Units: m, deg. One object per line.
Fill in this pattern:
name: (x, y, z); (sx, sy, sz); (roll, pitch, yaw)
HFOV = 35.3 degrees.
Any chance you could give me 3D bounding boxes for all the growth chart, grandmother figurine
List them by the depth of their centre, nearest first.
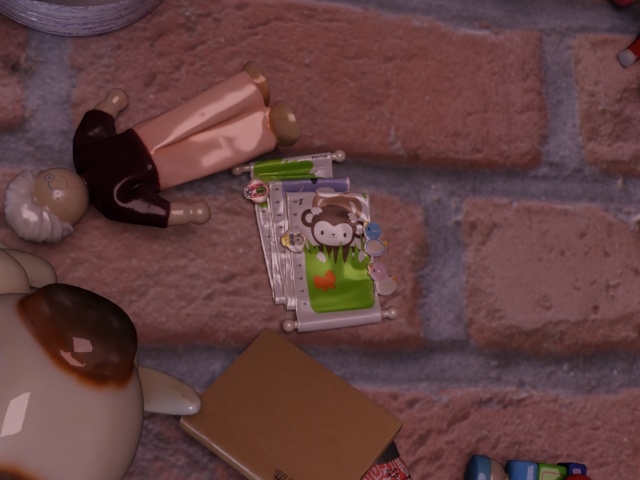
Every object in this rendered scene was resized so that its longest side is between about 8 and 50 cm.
grandmother figurine: (-0.207, -0.098, 1.171); (0.342, 0.104, 0.208); (-29, 58, -19)
growth chart: (0.000, 0.000, 1.246); (0.172, 0.021, 0.237); (-15, 84, -17)

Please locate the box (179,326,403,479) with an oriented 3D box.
box: (-0.031, 0.208, 1.139); (0.201, 0.021, 0.164); (33, 53, 17)

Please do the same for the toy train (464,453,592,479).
toy train: (0.234, 0.380, 1.192); (0.144, 0.105, 0.247); (10, 77, -1)

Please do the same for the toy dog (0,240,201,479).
toy dog: (-0.291, 0.154, 0.928); (0.396, 0.408, 0.284); (26, 82, -17)

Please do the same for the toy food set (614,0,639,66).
toy food set: (0.460, -0.293, 1.370); (0.105, 0.111, 0.232); (-35, 92, -18)

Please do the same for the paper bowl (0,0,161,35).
paper bowl: (-0.293, -0.398, 1.186); (0.284, 0.148, 0.284); (3, 77, -13)

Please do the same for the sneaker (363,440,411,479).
sneaker: (-0.007, 0.338, 1.140); (0.270, 0.090, 0.145); (-22, 83, -20)
